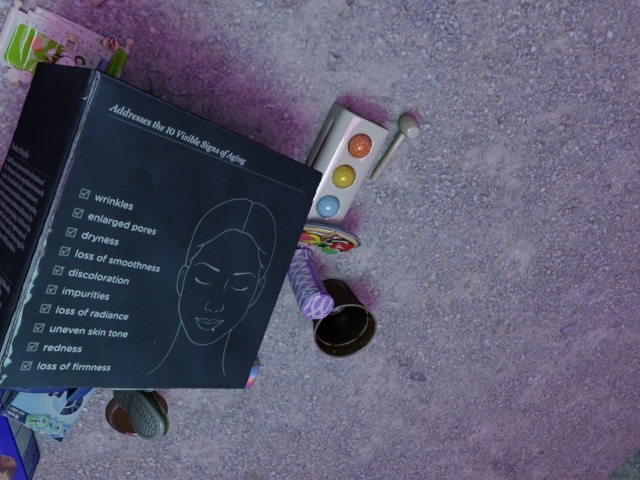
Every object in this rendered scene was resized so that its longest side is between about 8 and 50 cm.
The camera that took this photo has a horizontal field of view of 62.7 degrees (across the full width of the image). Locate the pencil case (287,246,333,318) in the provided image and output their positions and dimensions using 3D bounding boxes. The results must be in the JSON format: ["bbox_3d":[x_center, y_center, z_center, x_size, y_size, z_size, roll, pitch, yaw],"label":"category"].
[{"bbox_3d":[-0.030,0.102,1.313,0.087,0.206,0.088,18,119,-32],"label":"pencil case"}]

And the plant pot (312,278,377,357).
[{"bbox_3d":[0.044,0.197,1.400,0.167,0.165,0.166,-7,117,-13],"label":"plant pot"}]

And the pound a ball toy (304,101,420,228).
[{"bbox_3d":[0.087,-0.172,1.239,0.208,0.135,0.319,20,110,-23],"label":"pound a ball toy"}]

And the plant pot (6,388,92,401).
[{"bbox_3d":[-0.575,0.212,1.206,0.236,0.236,0.212,-45,125,9],"label":"plant pot"}]

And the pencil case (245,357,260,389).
[{"bbox_3d":[-0.285,0.341,1.423,0.237,0.104,0.104,16,111,-23],"label":"pencil case"}]

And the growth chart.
[{"bbox_3d":[-0.513,-0.362,1.043,0.238,0.021,0.171,16,112,-22],"label":"growth chart"}]

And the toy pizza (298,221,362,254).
[{"bbox_3d":[0.000,0.000,1.280,0.202,0.201,0.032,16,76,-22],"label":"toy pizza"}]

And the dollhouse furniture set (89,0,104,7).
[{"bbox_3d":[-0.430,-0.504,0.933,0.144,0.123,0.151,-37,120,5],"label":"dollhouse furniture set"}]

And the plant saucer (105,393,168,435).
[{"bbox_3d":[-0.516,0.491,1.477,0.169,0.029,0.168,-7,119,-12],"label":"plant saucer"}]

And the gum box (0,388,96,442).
[{"bbox_3d":[-0.662,0.381,1.310,0.157,0.041,0.184,45,58,-29],"label":"gum box"}]

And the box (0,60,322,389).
[{"bbox_3d":[-0.315,-0.004,0.976,0.480,0.298,0.471,18,95,-46],"label":"box"}]

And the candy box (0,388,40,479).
[{"bbox_3d":[-0.894,0.499,1.323,0.269,0.122,0.316,-6,116,-12],"label":"candy box"}]

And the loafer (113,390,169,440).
[{"bbox_3d":[-0.446,0.420,1.353,0.088,0.251,0.094,9,103,-45],"label":"loafer"}]
